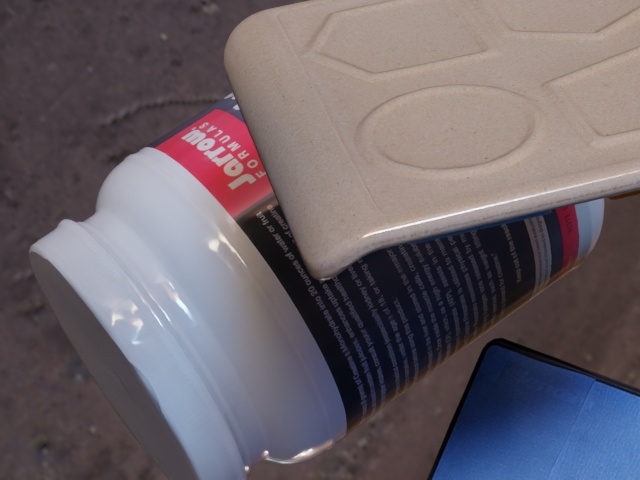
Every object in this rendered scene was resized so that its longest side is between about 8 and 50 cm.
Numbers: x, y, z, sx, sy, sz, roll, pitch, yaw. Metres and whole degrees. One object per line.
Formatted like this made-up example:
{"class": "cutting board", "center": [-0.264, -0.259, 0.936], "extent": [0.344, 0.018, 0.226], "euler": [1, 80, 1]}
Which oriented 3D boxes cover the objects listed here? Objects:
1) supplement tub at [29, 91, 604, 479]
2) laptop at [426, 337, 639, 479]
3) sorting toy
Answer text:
{"class": "supplement tub", "center": [0.000, 0.000, 0.849], "extent": [0.272, 0.191, 0.191], "euler": [-34, 147, -17]}
{"class": "laptop", "center": [0.097, 0.262, 0.602], "extent": [0.408, 0.382, 0.236], "euler": [-22, 122, -45]}
{"class": "sorting toy", "center": [0.076, -0.060, 0.605], "extent": [0.208, 0.193, 0.038], "euler": [-17, 123, -5]}
